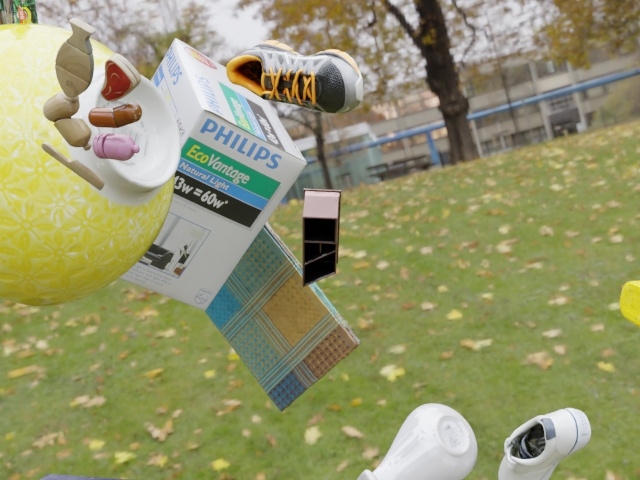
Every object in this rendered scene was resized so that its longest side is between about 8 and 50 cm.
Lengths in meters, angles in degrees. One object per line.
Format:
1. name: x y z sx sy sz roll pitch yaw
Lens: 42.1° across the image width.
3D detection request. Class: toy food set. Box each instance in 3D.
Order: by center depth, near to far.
1. toy food set: -0.158 -0.094 0.593 0.122 0.078 0.019 -52 3 43

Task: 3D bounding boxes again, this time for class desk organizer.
1. desk organizer: 0.000 0.000 1.051 0.047 0.130 0.050 3 45 2

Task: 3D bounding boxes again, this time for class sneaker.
1. sneaker: -0.035 -0.208 1.090 0.215 0.084 0.083 19 31 39
2. sneaker: 0.350 0.355 1.407 0.091 0.094 0.258 4 -42 -18

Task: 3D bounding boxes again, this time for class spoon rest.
1. spoon rest: 0.155 0.354 1.352 0.276 0.137 0.084 -17 -23 -44

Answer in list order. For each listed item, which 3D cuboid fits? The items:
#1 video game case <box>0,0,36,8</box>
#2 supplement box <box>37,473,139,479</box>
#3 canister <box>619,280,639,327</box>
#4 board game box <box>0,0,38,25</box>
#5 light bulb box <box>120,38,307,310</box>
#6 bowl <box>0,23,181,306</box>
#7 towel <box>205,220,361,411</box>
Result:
1. video game case: -0.524 -0.386 1.258 0.206 0.026 0.227 -9 32 -6
2. supplement box: -0.452 0.627 1.508 0.195 0.356 0.194 3 -4 2
3. canister: 0.573 0.103 1.296 0.170 0.073 0.126 -2 18 -22
4. board game box: -0.356 -0.341 0.944 0.030 0.259 0.136 -9 4 -22
5. light bulb box: -0.252 -0.131 1.599 0.225 0.361 0.358 25 21 -31
6. bowl: -0.232 -0.088 0.815 0.156 0.289 0.289 -12 1 31
7. towel: -0.111 0.163 1.866 0.271 0.370 0.040 -44 -12 24
